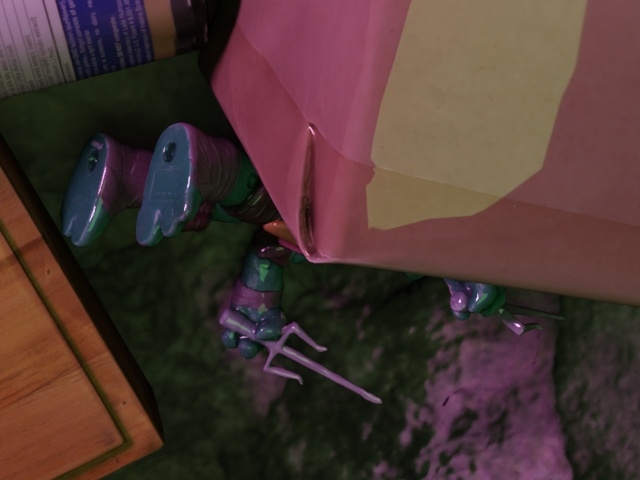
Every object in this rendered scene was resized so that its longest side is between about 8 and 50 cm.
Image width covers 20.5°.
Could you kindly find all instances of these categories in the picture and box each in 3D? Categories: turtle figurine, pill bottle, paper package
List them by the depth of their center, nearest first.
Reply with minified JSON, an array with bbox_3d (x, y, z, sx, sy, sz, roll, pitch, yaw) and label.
[{"bbox_3d":[0.134,-0.089,0.767,0.325,0.309,0.168,8,107,-15],"label":"paper package"},{"bbox_3d":[-0.168,-0.120,0.794,0.219,0.123,0.123,-14,112,-6],"label":"pill bottle"},{"bbox_3d":[0.000,0.000,0.881,0.234,0.175,0.118,17,62,-34],"label":"turtle figurine"}]

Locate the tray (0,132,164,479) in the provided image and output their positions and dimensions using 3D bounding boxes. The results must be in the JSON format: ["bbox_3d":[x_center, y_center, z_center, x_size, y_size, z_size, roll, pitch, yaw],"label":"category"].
[{"bbox_3d":[-0.307,0.106,0.877,0.411,0.076,0.203,-27,113,0],"label":"tray"}]
